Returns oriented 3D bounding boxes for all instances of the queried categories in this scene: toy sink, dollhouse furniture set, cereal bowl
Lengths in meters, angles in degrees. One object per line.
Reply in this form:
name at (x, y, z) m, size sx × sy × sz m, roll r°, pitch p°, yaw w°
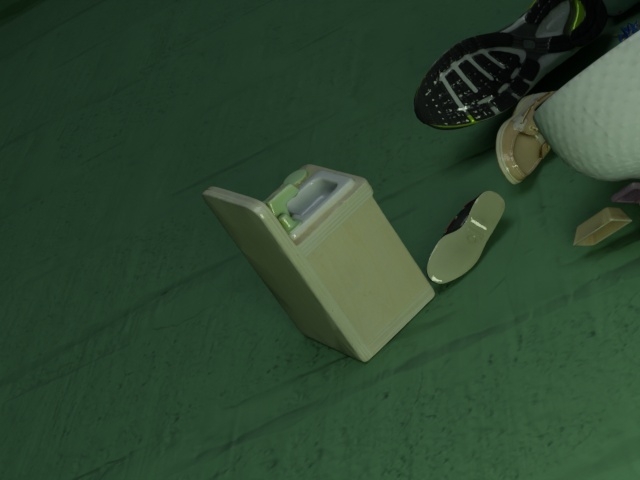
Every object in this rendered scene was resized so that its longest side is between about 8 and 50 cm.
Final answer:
toy sink at (0.000, 0.000, 1.643) m, size 0.131 × 0.234 × 0.153 m, roll -43°, pitch 26°, yaw -16°
dollhouse furniture set at (0.333, 0.002, 1.504) m, size 0.114 × 0.091 × 0.081 m, roll -39°, pitch 57°, yaw 48°
cereal bowl at (0.397, -0.160, 1.480) m, size 0.339 × 0.141 × 0.339 m, roll -32°, pitch -6°, yaw -4°

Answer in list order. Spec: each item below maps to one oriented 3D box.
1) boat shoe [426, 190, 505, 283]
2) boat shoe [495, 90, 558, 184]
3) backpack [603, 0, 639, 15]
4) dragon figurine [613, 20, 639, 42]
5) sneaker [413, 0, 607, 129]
boat shoe at (0.166, 0.001, 1.668) m, size 0.133 × 0.049 × 0.042 m, roll -52°, pitch 2°, yaw -19°
boat shoe at (0.262, -0.134, 1.756) m, size 0.059 × 0.063 × 0.170 m, roll -22°, pitch 27°, yaw 37°
backpack at (0.406, -0.408, 1.935) m, size 0.188 × 0.166 × 0.144 m, roll -37°, pitch 28°, yaw 4°
dragon figurine at (0.442, -0.290, 1.764) m, size 0.144 × 0.085 × 0.289 m, roll -14°, pitch 31°, yaw 25°
sneaker at (0.244, -0.227, 1.890) m, size 0.300 × 0.111 × 0.121 m, roll -31°, pitch -7°, yaw -20°
